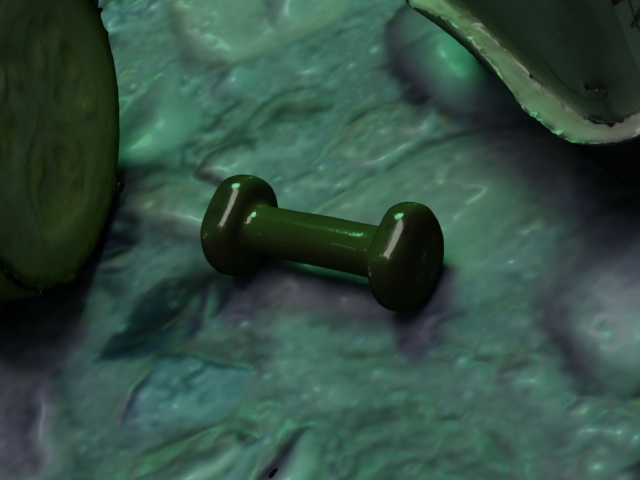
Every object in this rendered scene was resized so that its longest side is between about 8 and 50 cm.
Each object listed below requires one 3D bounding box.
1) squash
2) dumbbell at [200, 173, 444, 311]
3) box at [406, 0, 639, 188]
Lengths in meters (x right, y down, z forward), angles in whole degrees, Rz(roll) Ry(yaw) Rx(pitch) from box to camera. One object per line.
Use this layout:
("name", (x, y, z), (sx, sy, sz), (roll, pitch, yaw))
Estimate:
("squash", (-0.246, -0.055, 0.966), (0.260, 0.189, 0.189), (1, 53, 21))
("dumbbell", (0.000, 0.000, 0.896), (0.118, 0.046, 0.052), (10, 63, 32))
("box", (0.177, -0.177, 0.876), (0.290, 0.166, 0.220), (-35, 46, -6))
